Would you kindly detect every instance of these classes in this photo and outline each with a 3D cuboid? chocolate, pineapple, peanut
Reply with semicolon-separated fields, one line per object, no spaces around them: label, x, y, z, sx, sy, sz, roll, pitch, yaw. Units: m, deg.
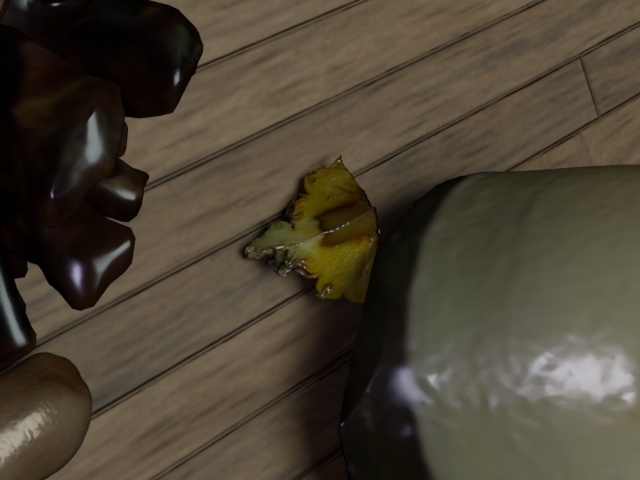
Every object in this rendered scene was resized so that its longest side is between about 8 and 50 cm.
chocolate;0.219;0.102;0.991;0.314;0.297;0.326;31;71;-45
pineapple;0.000;0.000;0.992;0.114;0.077;0.114;-18;93;-24
peanut;-0.204;0.125;0.814;0.152;0.076;0.076;-37;109;-34

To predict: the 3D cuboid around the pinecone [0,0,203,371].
pinecone;-0.235;-0.097;0.601;0.397;0.397;0.398;3;85;-38
